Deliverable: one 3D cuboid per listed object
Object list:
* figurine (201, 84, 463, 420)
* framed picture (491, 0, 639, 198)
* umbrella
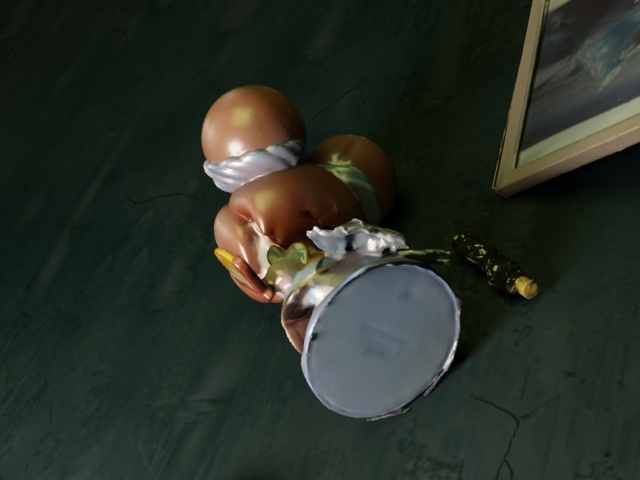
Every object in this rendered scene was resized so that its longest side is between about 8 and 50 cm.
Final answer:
[{"bbox_3d":[-0.001,0.000,1.475,0.248,0.277,0.388,-57,33,7],"label":"figurine"},{"bbox_3d":[0.384,-0.251,1.461,0.446,0.028,0.326,-25,43,49],"label":"framed picture"},{"bbox_3d":[0.197,0.030,1.452,0.040,0.037,0.144,-62,35,8],"label":"umbrella"}]
